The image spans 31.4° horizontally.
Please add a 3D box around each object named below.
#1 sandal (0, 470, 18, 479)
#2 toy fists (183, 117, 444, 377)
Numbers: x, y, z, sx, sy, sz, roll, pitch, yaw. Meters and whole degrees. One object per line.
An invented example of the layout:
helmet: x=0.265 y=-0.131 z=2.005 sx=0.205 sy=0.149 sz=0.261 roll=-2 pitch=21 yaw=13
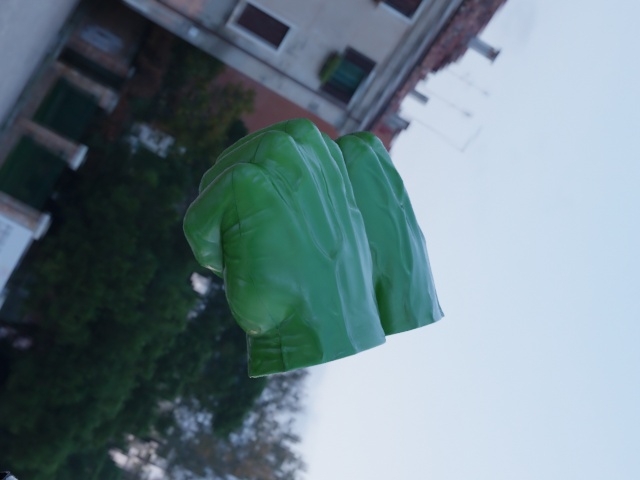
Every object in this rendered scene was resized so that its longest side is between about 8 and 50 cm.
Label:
sandal: x=-0.332 y=0.309 z=1.173 sx=0.445 sy=0.107 sz=0.167 roll=70 pitch=27 yaw=-61
toy fists: x=0.000 y=0.000 z=0.732 sx=0.096 sy=0.142 sz=0.279 roll=-14 pitch=177 yaw=21
